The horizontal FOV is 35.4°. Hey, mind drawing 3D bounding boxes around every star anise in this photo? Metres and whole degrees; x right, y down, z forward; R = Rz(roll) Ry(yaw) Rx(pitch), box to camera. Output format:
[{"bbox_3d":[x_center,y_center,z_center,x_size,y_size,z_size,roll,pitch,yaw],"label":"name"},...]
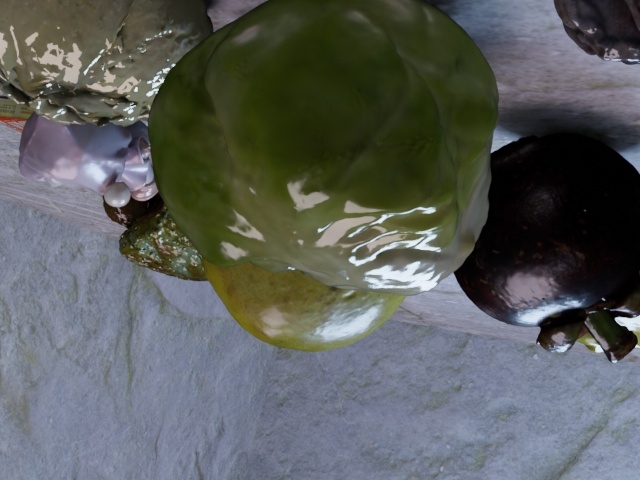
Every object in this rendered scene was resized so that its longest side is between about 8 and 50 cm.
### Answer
[{"bbox_3d":[0.250,-0.145,0.649,0.209,0.089,0.231,5,-179,14],"label":"star anise"}]

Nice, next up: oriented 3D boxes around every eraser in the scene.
[{"bbox_3d":[-0.432,-0.190,1.679,0.230,0.038,0.157,10,170,32],"label":"eraser"}]

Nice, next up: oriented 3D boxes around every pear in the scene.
[{"bbox_3d":[0.000,0.000,1.378,0.304,0.304,0.304,14,171,2],"label":"pear"}]

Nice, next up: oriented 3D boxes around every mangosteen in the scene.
[{"bbox_3d":[0.262,0.014,1.086,0.228,0.265,0.228,-27,178,-1],"label":"mangosteen"}]

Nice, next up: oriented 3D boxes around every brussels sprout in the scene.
[{"bbox_3d":[0.018,-0.081,0.844,0.316,0.243,0.274,20,126,-14],"label":"brussels sprout"}]

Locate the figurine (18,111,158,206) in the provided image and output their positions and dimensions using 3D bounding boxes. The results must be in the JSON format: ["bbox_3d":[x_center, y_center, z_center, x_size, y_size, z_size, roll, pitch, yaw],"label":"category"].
[{"bbox_3d":[-0.317,-0.132,1.447,0.200,0.133,0.276,45,-162,24],"label":"figurine"}]

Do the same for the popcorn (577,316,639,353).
[{"bbox_3d":[0.433,0.054,1.329,0.255,0.195,0.256,-4,163,35],"label":"popcorn"}]

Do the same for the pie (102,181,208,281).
[{"bbox_3d":[-0.179,-0.010,1.973,0.418,0.180,0.395,0,163,35],"label":"pie"}]

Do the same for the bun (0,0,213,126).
[{"bbox_3d":[-0.242,-0.194,0.975,0.259,0.152,0.259,14,174,2],"label":"bun"}]
